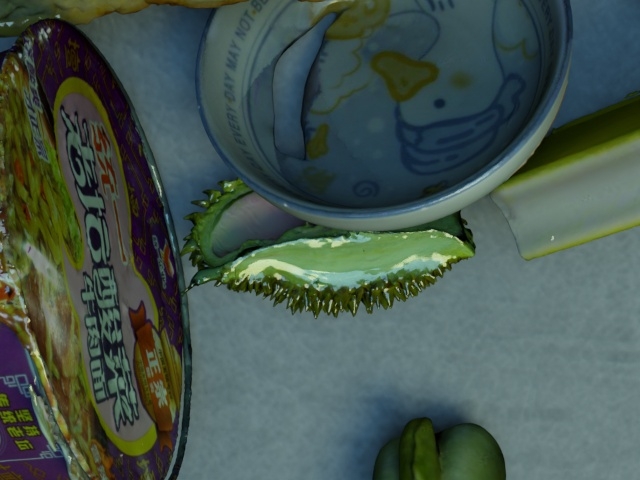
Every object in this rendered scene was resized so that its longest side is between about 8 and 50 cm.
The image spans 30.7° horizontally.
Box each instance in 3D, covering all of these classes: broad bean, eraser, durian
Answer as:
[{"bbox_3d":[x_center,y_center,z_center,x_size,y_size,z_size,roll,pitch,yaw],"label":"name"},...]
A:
[{"bbox_3d":[0.103,0.247,0.889,0.100,0.169,0.228,-17,94,23],"label":"broad bean"},{"bbox_3d":[0.245,-0.069,0.825,0.226,0.158,0.069,-21,102,37],"label":"eraser"},{"bbox_3d":[-0.001,0.005,0.901,0.220,0.137,0.095,-3,127,-9],"label":"durian"}]

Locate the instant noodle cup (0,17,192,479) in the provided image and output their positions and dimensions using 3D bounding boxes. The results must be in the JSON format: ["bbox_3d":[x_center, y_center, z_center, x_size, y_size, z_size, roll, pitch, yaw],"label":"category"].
[{"bbox_3d":[-0.263,0.038,0.793,0.266,0.340,0.340,-11,95,8],"label":"instant noodle cup"}]

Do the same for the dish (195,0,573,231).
[{"bbox_3d":[0.055,-0.114,0.876,0.273,0.134,0.273,-6,64,13],"label":"dish"}]

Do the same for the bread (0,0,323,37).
[{"bbox_3d":[-0.120,-0.254,0.839,0.274,0.114,0.185,-6,66,3],"label":"bread"}]
